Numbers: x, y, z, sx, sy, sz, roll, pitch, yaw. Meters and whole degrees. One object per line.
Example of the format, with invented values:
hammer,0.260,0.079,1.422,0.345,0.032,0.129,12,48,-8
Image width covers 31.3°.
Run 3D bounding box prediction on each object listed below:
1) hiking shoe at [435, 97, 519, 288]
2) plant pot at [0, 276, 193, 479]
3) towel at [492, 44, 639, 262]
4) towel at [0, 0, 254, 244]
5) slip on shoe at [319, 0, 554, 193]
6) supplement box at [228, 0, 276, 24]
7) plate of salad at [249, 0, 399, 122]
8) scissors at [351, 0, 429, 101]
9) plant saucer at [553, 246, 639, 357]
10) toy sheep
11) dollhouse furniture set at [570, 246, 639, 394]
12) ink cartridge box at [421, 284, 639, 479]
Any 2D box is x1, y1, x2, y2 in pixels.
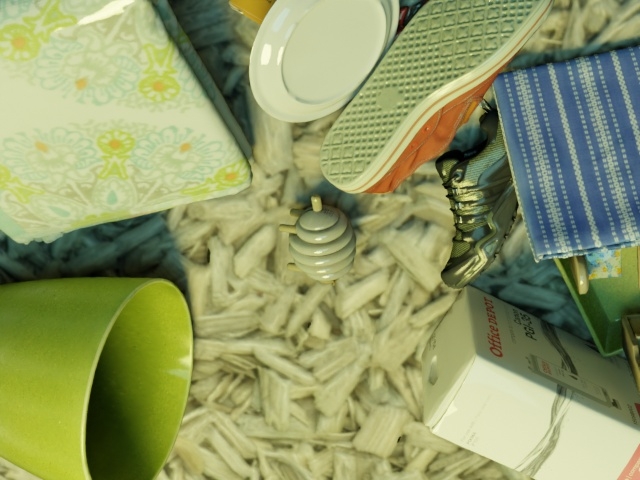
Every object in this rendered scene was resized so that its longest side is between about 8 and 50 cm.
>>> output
hiking shoe,0.181,-0.054,1.356,0.114,0.086,0.227,26,105,5
plant pot,-0.346,0.161,1.398,0.293,0.275,0.275,8,114,18
towel,0.373,-0.115,1.243,0.336,0.243,0.040,-11,155,5
towel,-0.273,-0.141,1.248,0.320,0.090,0.374,-14,147,11
slip on shoe,0.136,-0.178,1.286,0.331,0.123,0.101,-48,146,20
supplement box,-0.009,-0.340,1.238,0.078,0.080,0.233,33,110,8
plate of salad,0.001,-0.219,1.246,0.199,0.048,0.200,-27,142,-24
scissors,0.115,-0.249,1.307,0.297,0.021,0.109,-22,107,11
plant saucer,0.390,0.023,1.383,0.188,0.045,0.188,-25,109,14
toy sheep,0.000,0.000,1.381,0.091,0.091,0.132,-7,130,7
dollhouse furniture set,0.397,0.045,1.278,0.212,0.161,0.242,-6,112,7
ink cartridge box,0.274,0.193,1.373,0.283,0.207,0.117,25,111,-7
